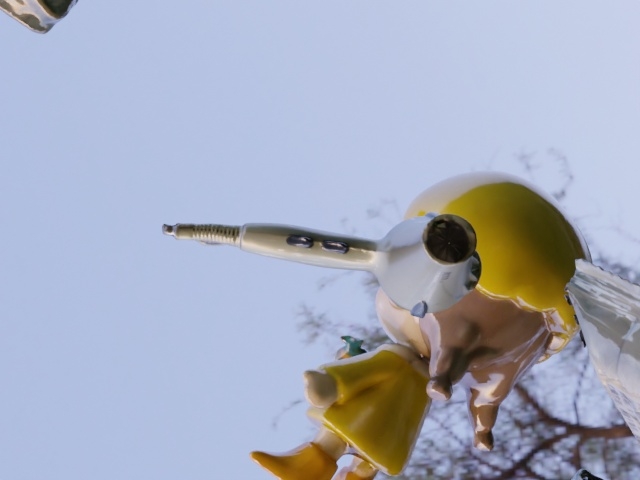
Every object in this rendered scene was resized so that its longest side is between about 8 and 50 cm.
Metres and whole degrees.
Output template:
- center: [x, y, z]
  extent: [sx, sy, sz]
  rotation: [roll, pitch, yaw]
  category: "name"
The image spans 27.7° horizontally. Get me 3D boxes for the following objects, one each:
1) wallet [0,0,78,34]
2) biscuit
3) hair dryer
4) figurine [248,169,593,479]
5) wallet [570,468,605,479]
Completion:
- center: [-0.351, -0.372, 1.249]
  extent: [0.360, 0.083, 0.252]
  rotation: [48, -148, -27]
  category: "wallet"
- center: [0.279, 0.145, 0.866]
  extent: [0.079, 0.186, 0.309]
  rotation: [-47, -57, -12]
  category: "biscuit"
- center: [0.013, -0.001, 0.795]
  extent: [0.199, 0.167, 0.068]
  rotation: [12, -101, -15]
  category: "hair dryer"
- center: [0.098, 0.096, 1.156]
  extent: [0.344, 0.187, 0.215]
  rotation: [-52, -25, -1]
  category: "figurine"
- center: [0.252, 0.410, 1.273]
  extent: [0.075, 0.342, 0.237]
  rotation: [-14, -128, -46]
  category: "wallet"
